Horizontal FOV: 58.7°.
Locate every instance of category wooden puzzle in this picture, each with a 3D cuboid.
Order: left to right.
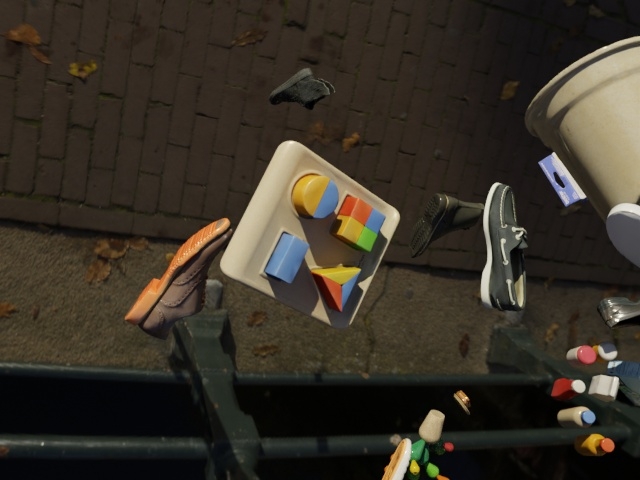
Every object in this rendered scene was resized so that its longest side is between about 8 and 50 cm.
[{"bbox_3d":[0.000,0.000,1.253,0.348,0.080,0.322,30,82,-28],"label":"wooden puzzle"}]

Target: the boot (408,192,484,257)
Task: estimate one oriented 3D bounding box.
[{"bbox_3d":[0.320,-0.024,1.454,0.137,0.077,0.198,8,135,-19],"label":"boot"}]

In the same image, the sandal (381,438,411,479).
[{"bbox_3d":[0.093,0.492,1.097,0.076,0.102,0.265,24,89,6],"label":"sandal"}]

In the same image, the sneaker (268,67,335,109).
[{"bbox_3d":[-0.048,-0.345,1.362,0.051,0.170,0.089,-26,88,-53],"label":"sneaker"}]

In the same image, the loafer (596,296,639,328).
[{"bbox_3d":[0.647,0.150,1.135,0.170,0.061,0.062,-5,135,9],"label":"loafer"}]

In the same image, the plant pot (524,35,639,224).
[{"bbox_3d":[0.656,-0.200,1.214,0.334,0.334,0.305,-9,67,-16],"label":"plant pot"}]

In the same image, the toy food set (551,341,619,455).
[{"bbox_3d":[0.536,0.297,1.125,0.111,0.104,0.232,24,72,6],"label":"toy food set"}]

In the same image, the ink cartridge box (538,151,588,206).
[{"bbox_3d":[0.880,-0.252,1.804,0.311,0.186,0.065,-31,158,18],"label":"ink cartridge box"}]

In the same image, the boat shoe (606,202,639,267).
[{"bbox_3d":[0.690,0.009,1.120,0.301,0.108,0.102,35,62,-7],"label":"boat shoe"}]

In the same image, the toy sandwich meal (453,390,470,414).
[{"bbox_3d":[0.451,0.509,1.794,0.029,0.085,0.085,-35,112,-4],"label":"toy sandwich meal"}]

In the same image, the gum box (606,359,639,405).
[{"bbox_3d":[0.750,0.323,1.238,0.157,0.184,0.041,41,65,-27],"label":"gum box"}]

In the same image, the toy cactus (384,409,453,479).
[{"bbox_3d":[0.239,0.476,1.288,0.219,0.112,0.180,5,108,-40],"label":"toy cactus"}]

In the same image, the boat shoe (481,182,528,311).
[{"bbox_3d":[0.443,0.015,1.337,0.114,0.091,0.302,-7,98,-46],"label":"boat shoe"}]

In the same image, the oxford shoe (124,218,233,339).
[{"bbox_3d":[-0.321,0.096,1.409,0.133,0.130,0.363,40,105,-16],"label":"oxford shoe"}]
